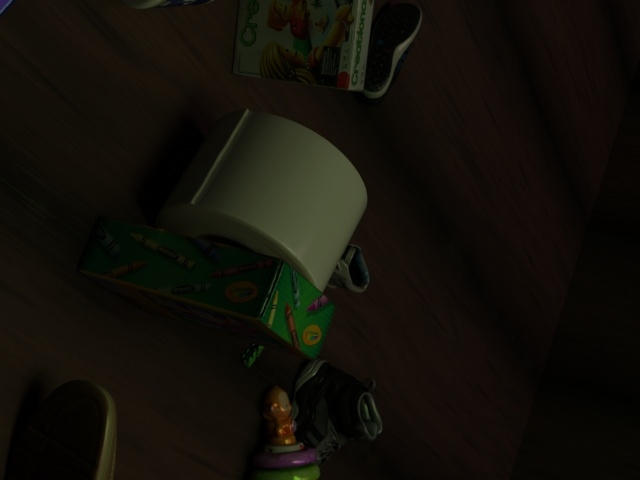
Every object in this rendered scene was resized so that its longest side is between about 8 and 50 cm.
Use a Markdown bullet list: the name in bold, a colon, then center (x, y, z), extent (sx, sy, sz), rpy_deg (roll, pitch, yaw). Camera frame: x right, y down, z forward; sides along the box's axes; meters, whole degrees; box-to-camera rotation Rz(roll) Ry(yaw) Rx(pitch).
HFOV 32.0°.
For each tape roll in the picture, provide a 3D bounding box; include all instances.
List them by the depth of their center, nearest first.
- **tape roll**: center (-0.079, -0.033, 1.512), extent (0.169, 0.246, 0.246), rpy_deg (-62, 148, -27)

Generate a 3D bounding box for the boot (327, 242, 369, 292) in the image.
- **boot**: center (0.000, 0.000, 1.795), extent (0.095, 0.123, 0.258), rpy_deg (-67, 150, -20)

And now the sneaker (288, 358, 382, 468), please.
- **sneaker**: center (0.017, 0.349, 1.929), extent (0.101, 0.153, 0.268), rpy_deg (13, 89, -62)

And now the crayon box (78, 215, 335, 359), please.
- **crayon box**: center (-0.141, 0.059, 1.395), extent (0.165, 0.278, 0.081), rpy_deg (44, 63, -58)

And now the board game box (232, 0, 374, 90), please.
- **board game box**: center (-0.016, -0.371, 1.552), extent (0.053, 0.193, 0.305), rpy_deg (-10, 109, -61)

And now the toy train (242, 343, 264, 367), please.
- **toy train**: center (-0.100, 0.172, 1.792), extent (0.083, 0.017, 0.024), rpy_deg (-50, 151, -42)

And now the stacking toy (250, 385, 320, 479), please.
- **stacking toy**: center (-0.059, 0.392, 1.847), extent (0.175, 0.166, 0.302), rpy_deg (5, 81, -71)

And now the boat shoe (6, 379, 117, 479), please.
- **boat shoe**: center (-0.313, 0.326, 1.368), extent (0.110, 0.121, 0.341), rpy_deg (-3, 114, -66)

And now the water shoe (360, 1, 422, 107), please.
- **water shoe**: center (0.116, -0.329, 1.963), extent (0.203, 0.073, 0.080), rpy_deg (-62, 170, -20)

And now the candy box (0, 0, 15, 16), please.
- **candy box**: center (-0.358, -0.216, 0.761), extent (0.268, 0.122, 0.317), rpy_deg (45, 70, -26)

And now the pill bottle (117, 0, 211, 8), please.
- **pill bottle**: center (-0.171, -0.343, 1.363), extent (0.186, 0.112, 0.112), rpy_deg (-25, 122, -56)
